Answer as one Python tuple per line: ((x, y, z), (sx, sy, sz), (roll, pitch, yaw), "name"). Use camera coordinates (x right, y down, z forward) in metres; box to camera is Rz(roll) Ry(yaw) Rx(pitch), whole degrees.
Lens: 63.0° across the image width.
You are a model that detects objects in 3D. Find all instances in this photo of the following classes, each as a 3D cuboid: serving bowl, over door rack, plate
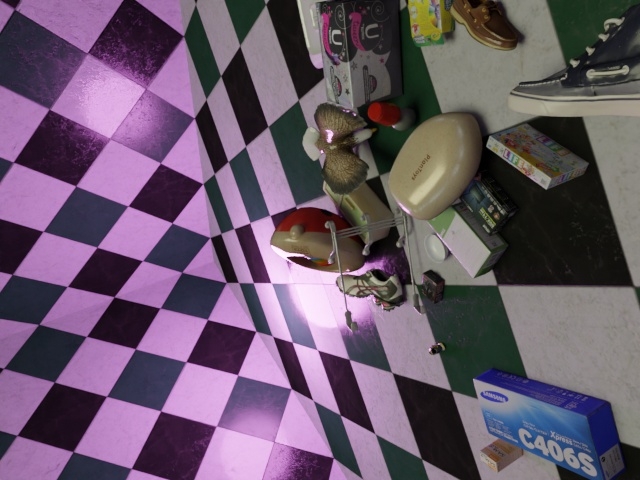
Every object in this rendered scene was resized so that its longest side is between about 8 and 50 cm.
((0.319, 0.018, 1.420), (0.083, 0.027, 0.083), (47, 148, 42), "serving bowl")
((0.155, 0.079, 1.527), (0.108, 0.240, 0.324), (-171, 69, -78), "over door rack")
((0.007, -0.656, 1.521), (0.277, 0.045, 0.278), (19, 125, 61), "plate")

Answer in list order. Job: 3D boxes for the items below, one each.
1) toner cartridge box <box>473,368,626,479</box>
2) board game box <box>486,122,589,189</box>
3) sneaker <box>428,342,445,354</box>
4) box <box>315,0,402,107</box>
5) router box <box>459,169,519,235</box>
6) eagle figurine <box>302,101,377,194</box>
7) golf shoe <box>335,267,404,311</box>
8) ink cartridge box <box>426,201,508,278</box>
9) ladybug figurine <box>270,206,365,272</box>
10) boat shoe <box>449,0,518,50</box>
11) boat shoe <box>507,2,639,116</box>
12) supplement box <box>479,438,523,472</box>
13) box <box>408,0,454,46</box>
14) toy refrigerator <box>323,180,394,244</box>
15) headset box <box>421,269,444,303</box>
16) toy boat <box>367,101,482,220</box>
((0.528, 0.429, 1.249), (0.348, 0.075, 0.165), (-3, 105, 66), "toner cartridge box")
((0.408, -0.163, 0.989), (0.154, 0.103, 0.026), (50, 150, 37), "board game box")
((0.349, 0.335, 1.605), (0.031, 0.035, 0.083), (62, 156, 17), "sneaker")
((0.099, -0.479, 1.317), (0.142, 0.163, 0.247), (35, 140, 54), "box")
((0.381, -0.085, 1.191), (0.122, 0.038, 0.092), (58, 155, 23), "router box")
((0.060, -0.278, 1.502), (0.226, 0.298, 0.225), (36, 110, -3), "eagle figurine")
((0.163, 0.139, 1.749), (0.273, 0.105, 0.120), (15, 117, 40), "golf shoe")
((0.350, -0.024, 1.276), (0.209, 0.062, 0.109), (56, 153, 28), "ink cartridge box")
((0.000, 0.000, 1.743), (0.449, 0.305, 0.161), (41, -124, -70), "ladybug figurine")
((0.317, -0.432, 1.013), (0.178, 0.064, 0.060), (58, 156, 31), "boat shoe")
((0.449, -0.277, 0.812), (0.340, 0.127, 0.158), (19, 120, 51), "boat shoe")
((0.491, 0.577, 1.419), (0.062, 0.098, 0.036), (22, 128, 59), "supplement box")
((0.239, -0.519, 1.139), (0.105, 0.043, 0.179), (28, 131, 56), "box")
((0.112, -0.123, 1.669), (0.269, 0.094, 0.102), (55, 153, 31), "toy refrigerator")
((0.322, 0.129, 1.499), (0.062, 0.032, 0.083), (44, 147, 45), "headset box")
((0.245, -0.223, 1.246), (0.267, 0.148, 0.318), (-53, 57, 31), "toy boat")
